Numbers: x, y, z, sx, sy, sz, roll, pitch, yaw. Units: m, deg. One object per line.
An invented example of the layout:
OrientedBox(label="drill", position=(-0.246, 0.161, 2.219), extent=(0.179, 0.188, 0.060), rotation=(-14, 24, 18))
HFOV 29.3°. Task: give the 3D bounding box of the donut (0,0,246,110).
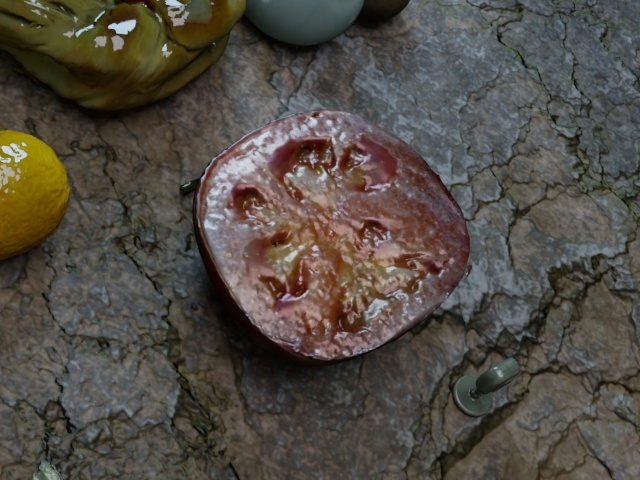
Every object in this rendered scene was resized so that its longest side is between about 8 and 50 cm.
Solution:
OrientedBox(label="donut", position=(-0.273, -0.331, 1.520), extent=(0.360, 0.170, 0.360), rotation=(10, 60, -17))

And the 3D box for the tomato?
OrientedBox(label="tomato", position=(0.000, 0.010, 1.470), extent=(0.338, 0.144, 0.338), rotation=(8, 59, -13))

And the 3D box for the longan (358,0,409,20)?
OrientedBox(label="longan", position=(0.073, -0.359, 1.715), extent=(0.119, 0.106, 0.106), rotation=(17, 49, 36))

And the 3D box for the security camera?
OrientedBox(label="security camera", position=(0.207, 0.176, 1.496), extent=(0.058, 0.092, 0.058), rotation=(10, 62, -19))

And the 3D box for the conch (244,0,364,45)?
OrientedBox(label="conch", position=(-0.037, -0.369, 1.642), extent=(0.221, 0.121, 0.185), rotation=(39, 78, 5))

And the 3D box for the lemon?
OrientedBox(label="lemon", position=(-0.365, -0.046, 1.358), extent=(0.187, 0.142, 0.142), rotation=(-36, 81, -29))

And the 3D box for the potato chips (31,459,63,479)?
OrientedBox(label="potato chips", position=(-0.265, 0.331, 1.273), extent=(0.092, 0.028, 0.207), rotation=(-27, 79, -32))

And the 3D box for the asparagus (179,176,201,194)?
OrientedBox(label="asparagus", position=(-0.112, -0.098, 1.554), extent=(0.163, 0.016, 0.016), rotation=(-33, 61, -30))
